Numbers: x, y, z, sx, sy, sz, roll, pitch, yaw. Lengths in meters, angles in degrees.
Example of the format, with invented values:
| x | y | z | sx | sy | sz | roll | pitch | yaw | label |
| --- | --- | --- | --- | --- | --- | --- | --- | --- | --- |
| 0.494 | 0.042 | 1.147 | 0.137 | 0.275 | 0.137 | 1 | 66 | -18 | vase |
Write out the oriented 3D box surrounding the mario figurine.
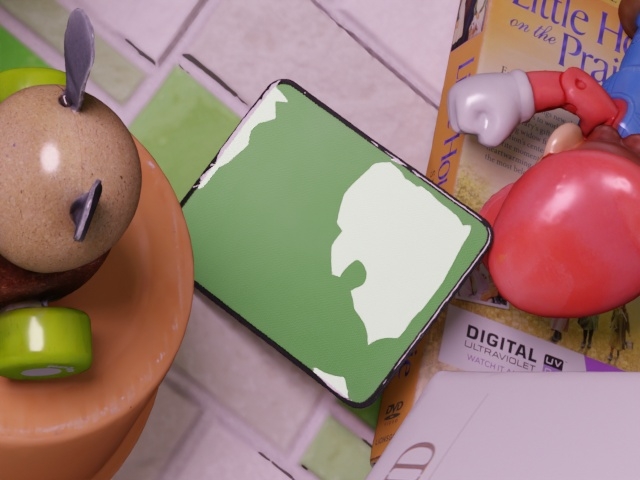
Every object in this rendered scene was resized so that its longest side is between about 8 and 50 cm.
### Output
| x | y | z | sx | sy | sz | roll | pitch | yaw | label |
| --- | --- | --- | --- | --- | --- | --- | --- | --- | --- |
| 0.200 | -0.057 | 1.214 | 0.198 | 0.170 | 0.320 | 25 | 47 | 20 | mario figurine |

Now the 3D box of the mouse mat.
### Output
| x | y | z | sx | sy | sz | roll | pitch | yaw | label |
| --- | --- | --- | --- | --- | --- | --- | --- | --- | --- |
| 0.000 | 0.000 | 1.122 | 0.190 | 0.007 | 0.152 | 37 | 89 | 15 | mouse mat |

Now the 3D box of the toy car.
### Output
| x | y | z | sx | sy | sz | roll | pitch | yaw | label |
| --- | --- | --- | --- | --- | --- | --- | --- | --- | --- |
| -0.145 | -0.027 | 0.786 | 0.149 | 0.188 | 0.155 | 3 | 74 | -28 | toy car |

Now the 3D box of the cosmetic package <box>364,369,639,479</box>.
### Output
| x | y | z | sx | sy | sz | roll | pitch | yaw | label |
| --- | --- | --- | --- | --- | --- | --- | --- | --- | --- |
| 0.210 | 0.297 | 0.949 | 0.329 | 0.394 | 0.327 | -52 | 123 | -35 | cosmetic package |

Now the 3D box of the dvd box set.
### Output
| x | y | z | sx | sy | sz | roll | pitch | yaw | label |
| --- | --- | --- | --- | --- | --- | --- | --- | --- | --- |
| 0.215 | 0.011 | 1.284 | 0.308 | 0.062 | 0.420 | 21 | 67 | -22 | dvd box set |

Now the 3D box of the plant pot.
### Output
| x | y | z | sx | sy | sz | roll | pitch | yaw | label |
| --- | --- | --- | --- | --- | --- | --- | --- | --- | --- |
| -0.201 | 0.034 | 0.968 | 0.291 | 0.203 | 0.290 | 8 | 73 | -27 | plant pot |
